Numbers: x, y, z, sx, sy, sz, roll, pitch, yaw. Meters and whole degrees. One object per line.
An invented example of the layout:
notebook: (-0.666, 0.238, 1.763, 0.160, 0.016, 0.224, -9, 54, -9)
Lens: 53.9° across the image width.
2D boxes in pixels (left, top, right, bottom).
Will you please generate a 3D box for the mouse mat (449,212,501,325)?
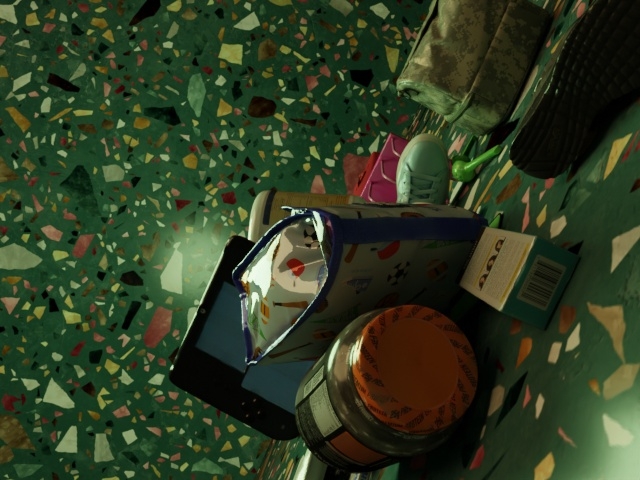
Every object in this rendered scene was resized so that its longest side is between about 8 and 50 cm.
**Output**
mouse mat: (0.269, 0.057, 1.102, 0.153, 0.007, 0.190, 116, 178, -52)

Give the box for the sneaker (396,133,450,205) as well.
sneaker: (0.236, -0.062, 1.492, 0.150, 0.135, 0.366, -83, -2, -67)

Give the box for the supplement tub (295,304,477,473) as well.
supplement tub: (0.089, 0.228, 0.944, 0.338, 0.207, 0.207, 119, 175, -61)

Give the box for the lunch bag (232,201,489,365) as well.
lunch bag: (0.064, 0.055, 1.108, 0.385, 0.327, 0.239, -45, 54, 52)

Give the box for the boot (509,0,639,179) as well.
boot: (0.368, -0.262, 0.845, 0.223, 0.118, 0.338, -60, 2, -40)

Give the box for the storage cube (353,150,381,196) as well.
storage cube: (0.219, -0.142, 2.056, 0.193, 0.214, 0.184, -78, 11, -49)

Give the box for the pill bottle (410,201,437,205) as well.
pill bottle: (0.209, 0.033, 1.354, 0.119, 0.119, 0.209, 120, 175, -72)

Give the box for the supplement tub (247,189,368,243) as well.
supplement tub: (0.000, 0.000, 1.510, 0.228, 0.315, 0.229, 4, -90, -84)

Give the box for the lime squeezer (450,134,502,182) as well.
lime squeezer: (0.342, -0.192, 1.460, 0.310, 0.058, 0.110, -70, 4, -76)

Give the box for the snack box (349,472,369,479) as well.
snack box: (0.075, 0.458, 1.222, 0.064, 0.022, 0.178, 119, 175, -52)

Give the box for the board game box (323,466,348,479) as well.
board game box: (0.037, 0.522, 1.452, 0.186, 0.026, 0.126, 116, 178, -45)

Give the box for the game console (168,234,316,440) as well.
game console: (-0.126, 0.226, 1.412, 0.387, 0.341, 0.060, -64, -2, 9)

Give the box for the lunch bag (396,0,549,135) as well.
lunch bag: (0.340, -0.430, 1.450, 0.212, 0.255, 0.305, -166, 101, -88)

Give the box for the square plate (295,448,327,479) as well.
square plate: (-0.023, 0.554, 1.503, 0.344, 0.049, 0.347, 105, -175, -49)

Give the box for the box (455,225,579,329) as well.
box: (0.255, 0.042, 0.852, 0.244, 0.060, 0.101, -90, 24, -86)

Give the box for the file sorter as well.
file sorter: (0.216, -0.095, 1.662, 0.182, 0.202, 0.291, -78, 12, -67)
